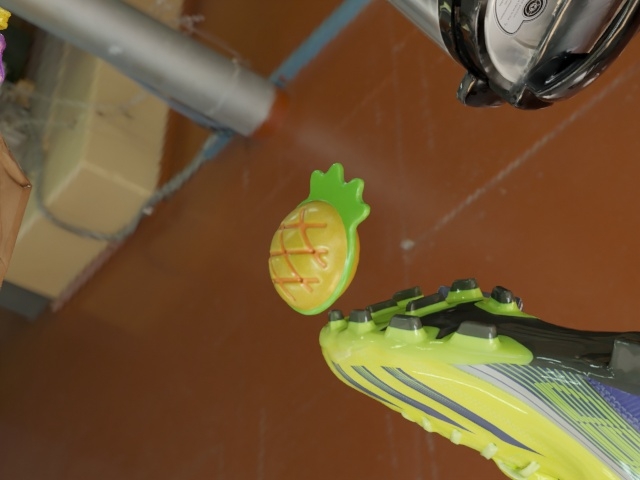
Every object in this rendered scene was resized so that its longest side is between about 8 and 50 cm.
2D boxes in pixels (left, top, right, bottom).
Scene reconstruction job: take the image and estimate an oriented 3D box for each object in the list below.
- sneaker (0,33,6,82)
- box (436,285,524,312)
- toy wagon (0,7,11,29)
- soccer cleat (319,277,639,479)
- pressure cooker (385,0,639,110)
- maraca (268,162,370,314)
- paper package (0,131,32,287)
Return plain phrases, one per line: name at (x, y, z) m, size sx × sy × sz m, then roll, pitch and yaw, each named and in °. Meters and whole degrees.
sneaker at (-0.322, -0.126, 0.967) m, size 0.236 × 0.104 × 0.095 m, roll -19°, pitch 70°, yaw 56°
box at (0.143, 0.079, 1.125) m, size 0.083 × 0.018 × 0.067 m, roll 9°, pitch 54°, yaw 27°
toy wagon at (-0.193, -0.322, 0.911) m, size 0.344 × 0.267 × 0.068 m, roll -64°, pitch 25°, yaw 0°
soccer cleat at (0.106, 0.089, 0.595) m, size 0.289 × 0.093 × 0.121 m, roll 7°, pitch 109°, yaw 45°
pressure cooker at (0.248, -0.389, 1.436) m, size 0.375 × 0.370 × 0.420 m, roll -35°, pitch 55°, yaw -8°
maraca at (0.000, 0.000, 1.425) m, size 0.127 × 0.099 × 0.185 m, roll 37°, pitch 112°, yaw 38°
paper package at (-0.484, 0.000, 1.147) m, size 0.168 × 0.325 × 0.309 m, roll 80°, pitch -167°, yaw -52°
